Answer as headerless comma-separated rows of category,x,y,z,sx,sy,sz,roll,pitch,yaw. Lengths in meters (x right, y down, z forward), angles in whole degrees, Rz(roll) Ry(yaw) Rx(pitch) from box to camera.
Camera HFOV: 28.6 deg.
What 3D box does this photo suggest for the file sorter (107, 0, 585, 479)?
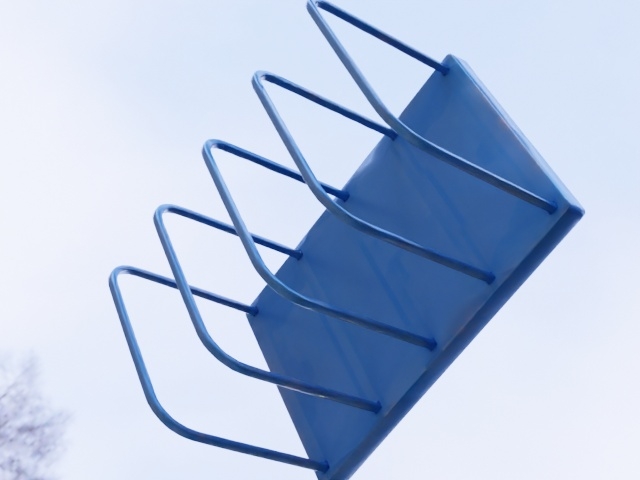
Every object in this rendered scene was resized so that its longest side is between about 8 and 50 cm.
file sorter,0.000,0.000,0.543,0.104,0.118,0.170,21,-63,-36
